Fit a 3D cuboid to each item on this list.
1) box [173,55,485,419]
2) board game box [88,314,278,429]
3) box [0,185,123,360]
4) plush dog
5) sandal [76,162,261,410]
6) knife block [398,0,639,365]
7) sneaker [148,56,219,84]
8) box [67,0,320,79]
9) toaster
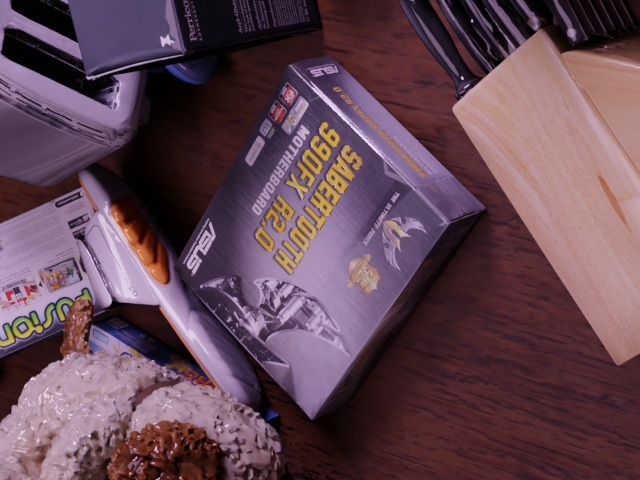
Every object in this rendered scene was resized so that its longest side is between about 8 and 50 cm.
[{"bbox_3d":[0.000,0.000,1.276,0.183,0.056,0.231,47,127,19],"label":"box"},{"bbox_3d":[-0.135,0.171,1.447,0.201,0.035,0.136,27,118,30],"label":"board game box"},{"bbox_3d":[-0.279,0.043,1.448,0.207,0.036,0.114,-23,87,2],"label":"box"},{"bbox_3d":[-0.131,0.165,1.295,0.225,0.262,0.211,9,85,30],"label":"plush dog"},{"bbox_3d":[-0.150,0.049,1.371,0.076,0.102,0.265,-36,80,9],"label":"sandal"},{"bbox_3d":[0.154,-0.079,1.110,0.242,0.088,0.276,17,113,35],"label":"knife block"},{"bbox_3d":[-0.139,-0.163,1.346,0.144,0.053,0.059,38,128,31],"label":"sneaker"},{"bbox_3d":[-0.115,-0.266,1.202,0.103,0.184,0.261,-10,96,32],"label":"box"},{"bbox_3d":[-0.244,-0.136,1.278,0.146,0.227,0.129,-17,58,43],"label":"toaster"}]
